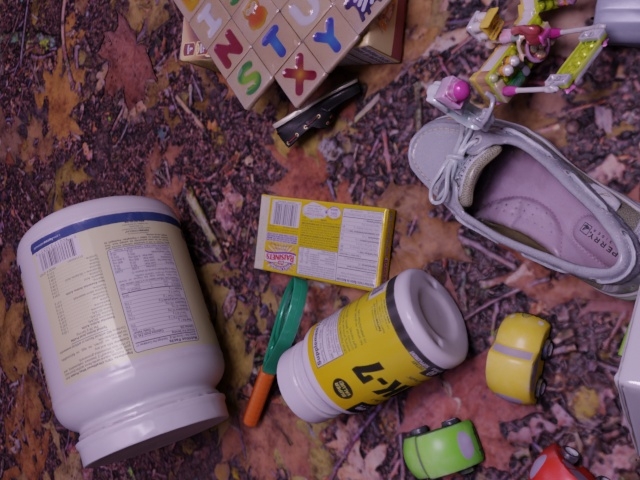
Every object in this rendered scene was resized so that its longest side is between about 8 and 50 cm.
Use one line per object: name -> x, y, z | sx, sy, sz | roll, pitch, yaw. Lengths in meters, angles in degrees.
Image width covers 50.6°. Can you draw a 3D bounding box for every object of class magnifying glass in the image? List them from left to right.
magnifying glass -> -0.061, 0.153, 0.907 | 0.026, 0.092, 0.231 | 18, 113, -10

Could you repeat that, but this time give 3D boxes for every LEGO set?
LEGO set -> 0.215, -0.238, 0.654 | 0.107, 0.132, 0.287 | 20, 91, 60

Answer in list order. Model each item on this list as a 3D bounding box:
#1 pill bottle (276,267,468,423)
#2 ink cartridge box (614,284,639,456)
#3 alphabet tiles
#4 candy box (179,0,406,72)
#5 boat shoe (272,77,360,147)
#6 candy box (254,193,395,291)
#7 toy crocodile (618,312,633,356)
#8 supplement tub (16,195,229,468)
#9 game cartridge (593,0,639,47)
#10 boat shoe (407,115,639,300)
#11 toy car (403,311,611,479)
pill bottle -> 0.055, 0.129, 0.787 | 0.208, 0.119, 0.119 | -35, 69, 31
ink cartridge box -> 0.362, 0.017, 0.471 | 0.223, 0.129, 0.307 | 7, 56, 36
alphabet tiles -> -0.059, -0.342, 0.839 | 0.285, 0.011, 0.342 | -45, 64, 26
candy box -> -0.040, -0.324, 0.887 | 0.316, 0.087, 0.183 | 7, 93, 36
boat shoe -> 0.000, -0.167, 0.884 | 0.133, 0.049, 0.042 | -28, 101, 25
candy box -> 0.000, 0.000, 0.886 | 0.206, 0.027, 0.105 | 9, 97, 36
toy crocodile -> 0.420, 0.123, 0.541 | 0.340, 0.105, 0.115 | 14, 86, 39
supplement tub -> -0.273, 0.126, 0.952 | 0.235, 0.235, 0.325 | -31, 71, 31
game cartridge -> 0.376, -0.325, 0.609 | 0.198, 0.062, 0.297 | 14, 97, 40
boat shoe -> 0.196, -0.049, 0.683 | 0.320, 0.103, 0.118 | 45, 114, 42
toy car -> 0.178, 0.219, 0.735 | 0.225, 0.053, 0.239 | -28, 73, 32
